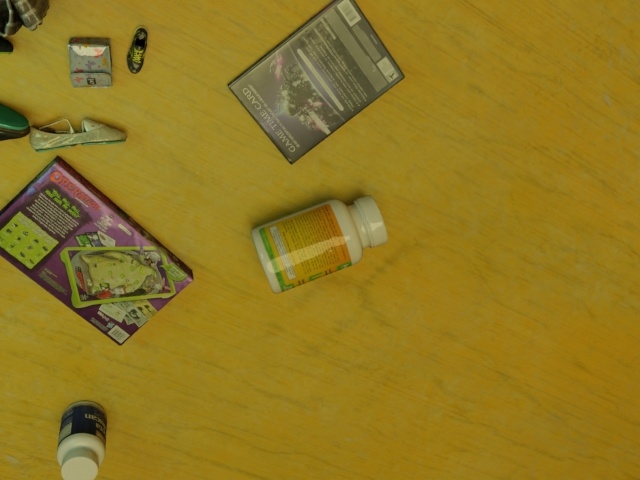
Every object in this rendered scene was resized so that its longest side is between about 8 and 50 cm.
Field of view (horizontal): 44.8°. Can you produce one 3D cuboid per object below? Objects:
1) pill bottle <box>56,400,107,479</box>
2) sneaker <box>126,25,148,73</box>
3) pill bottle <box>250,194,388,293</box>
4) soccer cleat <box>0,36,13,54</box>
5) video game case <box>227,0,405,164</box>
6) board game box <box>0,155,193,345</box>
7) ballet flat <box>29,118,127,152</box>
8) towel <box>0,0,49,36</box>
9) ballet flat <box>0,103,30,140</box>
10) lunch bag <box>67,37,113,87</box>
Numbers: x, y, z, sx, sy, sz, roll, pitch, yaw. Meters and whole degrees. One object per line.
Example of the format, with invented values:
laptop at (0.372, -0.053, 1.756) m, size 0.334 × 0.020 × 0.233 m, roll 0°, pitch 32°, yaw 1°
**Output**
pill bottle at (-0.482, 0.411, 1.570) m, size 0.094 × 0.169 × 0.094 m, roll -5°, pitch 116°, yaw -11°
sneaker at (-0.318, -0.328, 1.341) m, size 0.031 × 0.035 × 0.083 m, roll 9°, pitch 112°, yaw -16°
pill bottle at (0.000, 0.000, 1.513) m, size 0.245 × 0.136 × 0.136 m, roll -21°, pitch 117°, yaw -3°
soccer cleat at (-0.584, -0.355, 1.254) m, size 0.179 × 0.060 × 0.072 m, roll 20°, pitch 107°, yaw -18°
video game case at (-0.005, -0.296, 1.438) m, size 0.274 × 0.026 × 0.196 m, roll -37°, pitch 117°, yaw 6°
board game box at (-0.437, 0.028, 1.475) m, size 0.208 × 0.056 × 0.347 m, roll -39°, pitch 117°, yaw 11°
ballet flat at (-0.429, -0.190, 1.370) m, size 0.168 × 0.057 × 0.052 m, roll -8°, pitch 106°, yaw -10°
towel at (-0.481, -0.421, 1.121) m, size 0.121 × 0.284 × 0.235 m, roll -12°, pitch 118°, yaw -9°
ballet flat at (-0.630, -0.216, 1.295) m, size 0.280 × 0.095 × 0.096 m, roll 25°, pitch 116°, yaw -12°
lunch bag at (-0.393, -0.301, 1.328) m, size 0.071 × 0.053 × 0.083 m, roll 0°, pitch 123°, yaw -12°
